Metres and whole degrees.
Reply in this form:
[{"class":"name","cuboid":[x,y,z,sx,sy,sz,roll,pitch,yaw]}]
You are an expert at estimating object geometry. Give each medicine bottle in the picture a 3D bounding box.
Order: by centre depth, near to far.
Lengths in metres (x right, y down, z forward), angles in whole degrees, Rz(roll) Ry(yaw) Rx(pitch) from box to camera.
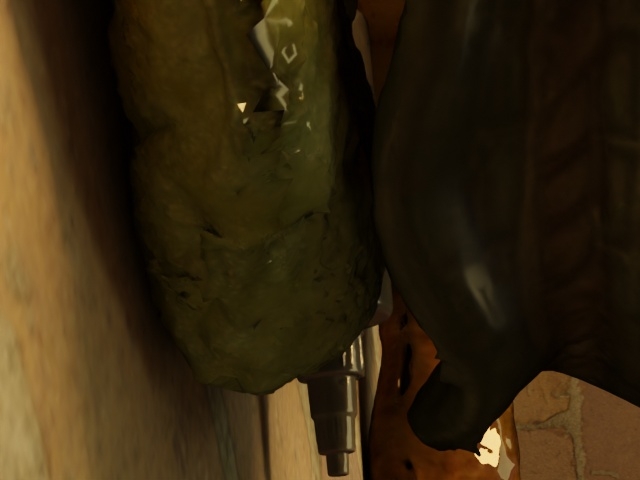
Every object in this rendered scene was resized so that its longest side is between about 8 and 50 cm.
[{"class":"medicine bottle","cuboid":[0.000,0.000,0.672,0.057,0.058,0.199,59,26,-74]}]

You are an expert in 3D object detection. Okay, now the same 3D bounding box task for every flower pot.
[{"class":"flower pot","cuboid":[0.126,-0.078,0.528,0.302,0.213,0.301,-2,90,-84]}]

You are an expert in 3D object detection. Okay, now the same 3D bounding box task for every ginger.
[{"class":"ginger","cuboid":[0.078,0.111,1.047,0.133,0.107,0.309,118,-28,-59]}]

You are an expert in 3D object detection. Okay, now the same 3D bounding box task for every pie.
[{"class":"pie","cuboid":[-0.029,-0.114,0.509,0.323,0.071,0.323,-8,90,-84]}]

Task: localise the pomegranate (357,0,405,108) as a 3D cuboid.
[{"class":"pomegranate","cuboid":[0.113,-0.136,0.807,0.307,0.307,0.307,-6,90,-83]}]
